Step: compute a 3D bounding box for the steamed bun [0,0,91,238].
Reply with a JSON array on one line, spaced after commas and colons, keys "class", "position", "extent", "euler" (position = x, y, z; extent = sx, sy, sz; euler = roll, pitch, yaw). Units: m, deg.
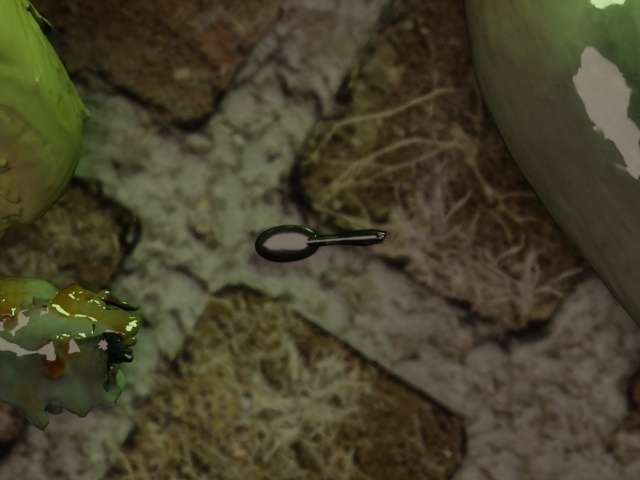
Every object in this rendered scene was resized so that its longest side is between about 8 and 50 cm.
[{"class": "steamed bun", "position": [-0.282, -0.080, 0.774], "extent": [0.273, 0.232, 0.166], "euler": [-19, 65, 8]}]

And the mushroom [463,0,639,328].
[{"class": "mushroom", "position": [0.191, -0.073, 0.782], "extent": [0.177, 0.126, 0.397], "euler": [-39, 89, -15]}]

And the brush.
[{"class": "brush", "position": [0.000, 0.000, 0.853], "extent": [0.083, 0.008, 0.024], "euler": [-5, 89, 4]}]

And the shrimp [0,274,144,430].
[{"class": "shrimp", "position": [-0.249, 0.130, 0.843], "extent": [0.185, 0.068, 0.287], "euler": [29, 93, -1]}]
